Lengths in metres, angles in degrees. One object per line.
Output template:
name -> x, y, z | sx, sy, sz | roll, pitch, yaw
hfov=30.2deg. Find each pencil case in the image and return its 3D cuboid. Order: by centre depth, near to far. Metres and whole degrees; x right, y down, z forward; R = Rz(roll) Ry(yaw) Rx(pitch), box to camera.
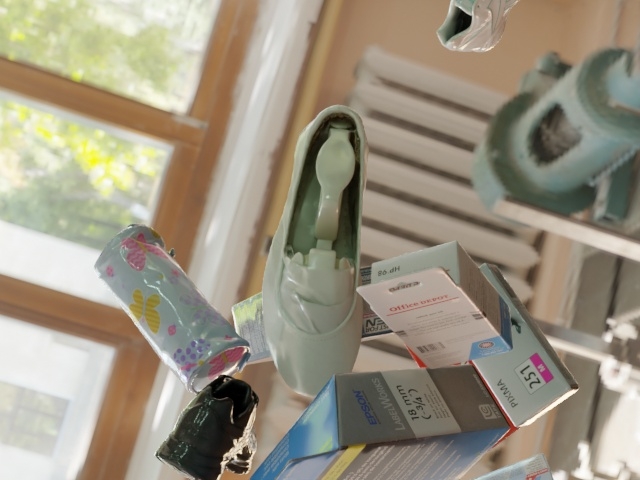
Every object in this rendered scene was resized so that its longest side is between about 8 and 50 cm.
pencil case -> -0.222, 0.101, 1.771 | 0.124, 0.273, 0.113 | -1, -46, -55

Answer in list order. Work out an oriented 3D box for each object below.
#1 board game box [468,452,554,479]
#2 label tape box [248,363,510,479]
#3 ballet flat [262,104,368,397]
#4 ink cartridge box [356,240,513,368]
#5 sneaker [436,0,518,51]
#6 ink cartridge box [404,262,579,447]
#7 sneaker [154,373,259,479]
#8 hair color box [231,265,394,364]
board game box -> 0.298, 0.549, 2.122 | 0.318, 0.319, 0.066 | -99, -14, -63
label tape box -> 0.024, 0.261, 1.405 | 0.240, 0.334, 0.106 | -54, 50, 36
ballet flat -> 0.000, 0.000, 1.561 | 0.139, 0.139, 0.400 | 130, 149, -67
ink cartridge box -> 0.124, 0.062, 1.274 | 0.104, 0.180, 0.060 | -16, 49, 26
sneaker -> 0.161, -0.237, 1.116 | 0.053, 0.061, 0.152 | 48, 132, 27
ink cartridge box -> 0.291, 0.219, 2.144 | 0.239, 0.275, 0.060 | -40, -22, 21
sneaker -> -0.125, 0.242, 1.581 | 0.130, 0.109, 0.286 | -63, -5, 2
hair color box -> -0.009, 0.116, 1.799 | 0.347, 0.174, 0.105 | 153, 107, -71
